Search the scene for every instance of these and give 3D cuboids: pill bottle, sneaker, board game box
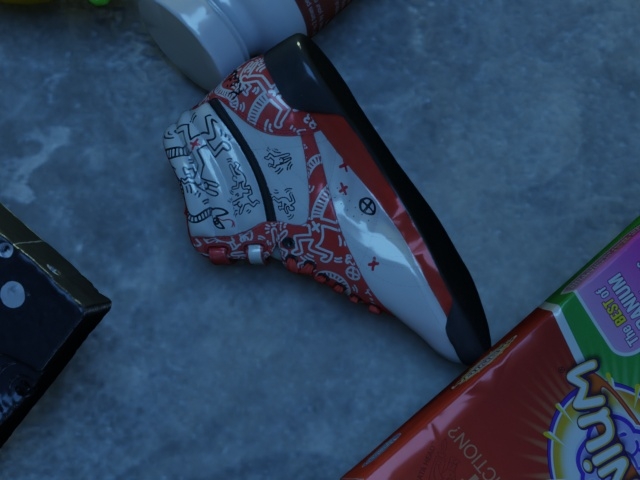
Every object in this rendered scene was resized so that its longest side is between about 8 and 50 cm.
[{"bbox_3d":[-0.027,-0.212,1.283,0.121,0.121,0.216,43,74,9],"label":"pill bottle"},{"bbox_3d":[0.000,-0.001,1.245,0.145,0.090,0.270,-31,99,15],"label":"sneaker"},{"bbox_3d":[0.210,0.153,1.194,0.316,0.064,0.242,-40,92,-15],"label":"board game box"}]

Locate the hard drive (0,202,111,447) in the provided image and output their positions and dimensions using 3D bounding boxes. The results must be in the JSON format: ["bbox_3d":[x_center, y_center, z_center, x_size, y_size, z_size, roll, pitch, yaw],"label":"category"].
[{"bbox_3d":[-0.337,0.023,1.166,0.339,0.064,0.237,40,100,7],"label":"hard drive"}]

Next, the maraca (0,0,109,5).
[{"bbox_3d":[-0.199,-0.223,1.275,0.186,0.099,0.127,14,62,18],"label":"maraca"}]
